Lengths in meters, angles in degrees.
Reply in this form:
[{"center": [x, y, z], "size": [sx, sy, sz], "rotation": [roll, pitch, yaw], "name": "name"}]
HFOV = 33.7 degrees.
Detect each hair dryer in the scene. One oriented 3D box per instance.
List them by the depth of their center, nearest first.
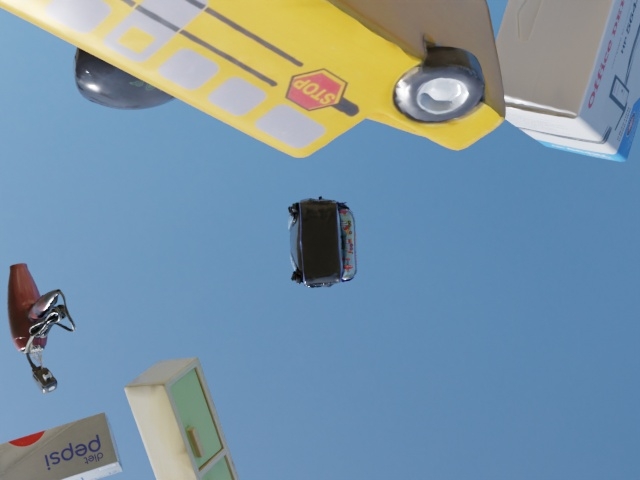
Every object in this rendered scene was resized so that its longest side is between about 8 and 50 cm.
[{"center": [-0.568, 0.147, 2.161], "size": [0.293, 0.080, 0.224], "rotation": [44, -60, 38], "name": "hair dryer"}]

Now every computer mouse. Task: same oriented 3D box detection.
[{"center": [-0.137, -0.207, 1.069], "size": [0.072, 0.188, 0.272], "rotation": [33, -141, 14], "name": "computer mouse"}]

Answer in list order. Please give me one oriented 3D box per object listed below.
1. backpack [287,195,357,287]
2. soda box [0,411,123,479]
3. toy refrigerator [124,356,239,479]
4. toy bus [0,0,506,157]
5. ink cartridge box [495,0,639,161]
[{"center": [0.000, 0.000, 1.877], "size": [0.117, 0.158, 0.173], "rotation": [-3, -177, -3], "name": "backpack"}, {"center": [-0.498, 0.394, 1.843], "size": [0.286, 0.091, 0.098], "rotation": [-16, -110, -10], "name": "soda box"}, {"center": [-0.213, 0.334, 1.717], "size": [0.094, 0.269, 0.102], "rotation": [-8, -165, 30], "name": "toy refrigerator"}, {"center": [-0.047, -0.143, 0.563], "size": [0.130, 0.332, 0.108], "rotation": [-33, -132, 36], "name": "toy bus"}, {"center": [0.224, -0.160, 0.904], "size": [0.086, 0.203, 0.148], "rotation": [17, -87, 26], "name": "ink cartridge box"}]
